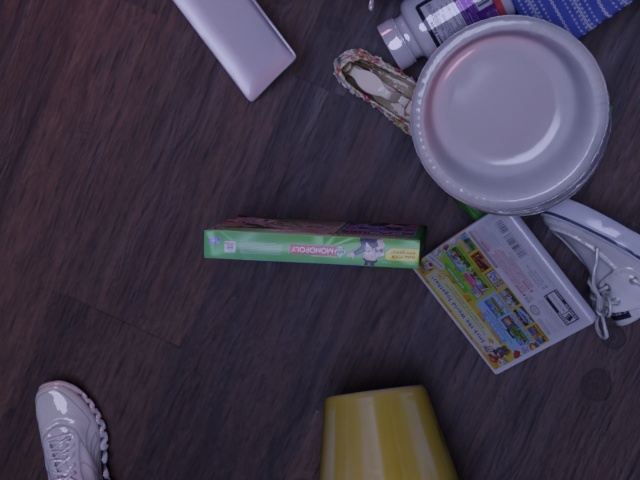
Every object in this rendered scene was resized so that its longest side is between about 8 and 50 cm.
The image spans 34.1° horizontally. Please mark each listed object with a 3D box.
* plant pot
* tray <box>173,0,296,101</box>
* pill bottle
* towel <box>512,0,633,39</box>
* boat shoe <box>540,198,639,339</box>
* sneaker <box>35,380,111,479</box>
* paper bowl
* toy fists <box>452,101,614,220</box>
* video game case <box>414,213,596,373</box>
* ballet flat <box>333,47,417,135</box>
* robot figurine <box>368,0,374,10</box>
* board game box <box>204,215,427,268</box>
[{"bbox_3d":[0.102,0.355,1.643,0.254,0.254,0.239,-9,80,9],"label":"plant pot"},{"bbox_3d":[-0.148,-0.364,1.654,0.270,0.030,0.145,53,139,-1],"label":"tray"},{"bbox_3d":[0.189,-0.342,1.594,0.194,0.108,0.108,-29,93,11],"label":"pill bottle"},{"bbox_3d":[0.375,-0.436,1.476,0.040,0.336,0.243,-27,87,-34],"label":"towel"},{"bbox_3d":[0.468,0.080,1.597,0.367,0.136,0.156,33,90,-5],"label":"boat shoe"},{"bbox_3d":[-0.419,0.380,1.773,0.110,0.118,0.292,-17,93,12],"label":"sneaker"},{"bbox_3d":[0.268,-0.181,1.494,0.284,0.148,0.284,-1,86,18],"label":"paper bowl"},{"bbox_3d":[0.319,-0.145,1.611,0.279,0.096,0.142,-40,81,12],"label":"toy fists"},{"bbox_3d":[0.283,0.078,1.632,0.206,0.026,0.227,-37,92,39],"label":"video game case"},{"bbox_3d":[0.123,-0.221,1.636,0.241,0.077,0.091,27,105,3],"label":"ballet flat"},{"bbox_3d":[0.140,-0.511,1.531,0.353,0.200,0.300,-53,46,10],"label":"robot figurine"},{"bbox_3d":[0.000,0.000,1.613,0.317,0.213,0.046,3,98,8],"label":"board game box"}]
